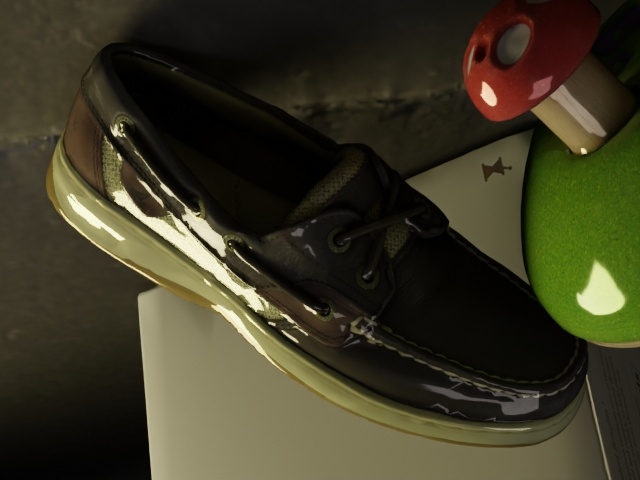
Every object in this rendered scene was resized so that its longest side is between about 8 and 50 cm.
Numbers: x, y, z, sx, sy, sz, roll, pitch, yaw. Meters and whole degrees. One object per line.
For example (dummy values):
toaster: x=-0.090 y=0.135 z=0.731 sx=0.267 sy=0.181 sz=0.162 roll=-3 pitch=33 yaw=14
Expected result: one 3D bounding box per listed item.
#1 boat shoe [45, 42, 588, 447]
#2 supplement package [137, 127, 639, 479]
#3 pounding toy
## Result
boat shoe: x=0.000 y=-0.001 z=0.717 sx=0.223 sy=0.080 sz=0.073 roll=28 pitch=137 yaw=11
supplement package: x=0.052 y=0.125 z=0.814 sx=0.204 sy=0.262 sz=0.145 roll=-23 pitch=144 yaw=21
pounding toy: x=0.134 y=-0.078 z=0.647 sx=0.237 sy=0.183 sz=0.110 roll=-34 pitch=112 yaw=33
